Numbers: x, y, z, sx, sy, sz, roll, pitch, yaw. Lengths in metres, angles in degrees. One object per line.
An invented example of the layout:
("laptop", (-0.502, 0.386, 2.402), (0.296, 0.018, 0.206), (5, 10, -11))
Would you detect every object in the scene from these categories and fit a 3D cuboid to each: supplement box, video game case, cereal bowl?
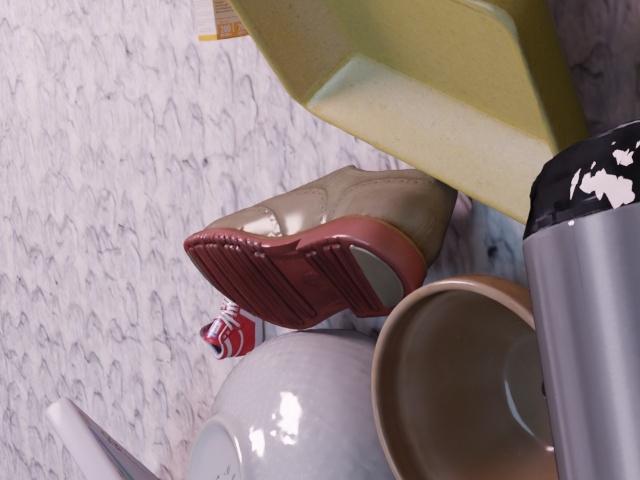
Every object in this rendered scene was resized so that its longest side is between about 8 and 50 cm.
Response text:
("supplement box", (-0.093, -0.251, 1.349), (0.036, 0.062, 0.098), (7, 108, 52))
("video game case", (-0.165, 0.350, 1.530), (0.329, 0.036, 0.300), (50, 174, 30))
("cereal bowl", (-0.040, 0.248, 1.301), (0.339, 0.141, 0.339), (-174, 90, -65))

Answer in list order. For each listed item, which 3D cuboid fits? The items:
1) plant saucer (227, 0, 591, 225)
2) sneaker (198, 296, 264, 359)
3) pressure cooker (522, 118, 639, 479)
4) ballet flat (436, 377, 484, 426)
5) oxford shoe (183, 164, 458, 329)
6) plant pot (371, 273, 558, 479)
("plant saucer", (0.067, -0.155, 1.023), (0.332, 0.081, 0.333), (31, 168, 32))
("sneaker", (-0.098, 0.072, 1.460), (0.042, 0.067, 0.119), (12, 111, 49))
("pressure cooker", (0.299, 0.136, 0.681), (0.369, 0.375, 0.421), (-12, 83, 26))
("ballet flat", (0.117, 0.173, 1.222), (0.070, 0.070, 0.188), (14, 113, 49))
("oxford shoe", (0.000, 0.000, 1.280), (0.348, 0.130, 0.123), (-1, 134, 51))
("plant pot", (0.161, 0.136, 1.110), (0.237, 0.109, 0.237), (19, 116, 45))
